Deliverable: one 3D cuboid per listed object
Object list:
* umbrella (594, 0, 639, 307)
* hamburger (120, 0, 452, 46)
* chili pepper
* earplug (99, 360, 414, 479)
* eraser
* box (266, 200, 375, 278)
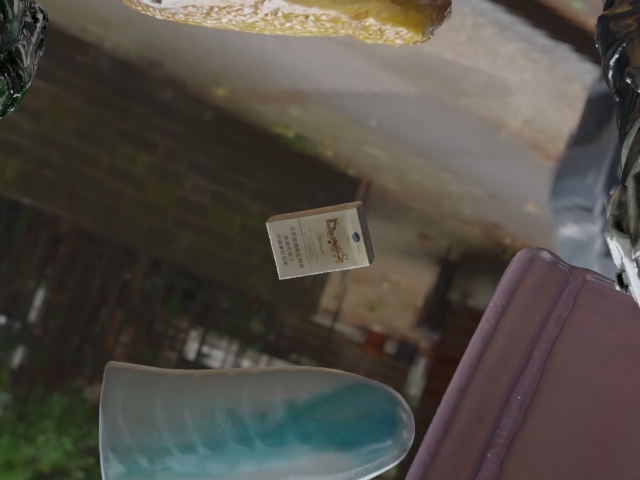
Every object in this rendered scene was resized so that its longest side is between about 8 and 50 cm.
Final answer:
[{"bbox_3d":[0.203,-0.083,0.960,0.106,0.358,0.113,-23,124,21],"label":"umbrella"},{"bbox_3d":[-0.041,-0.251,1.416,0.314,0.170,0.290,6,-175,-2],"label":"hamburger"},{"bbox_3d":[-0.349,-0.169,1.592,0.174,0.165,0.261,-3,-148,15],"label":"chili pepper"},{"bbox_3d":[-0.062,0.211,1.862,0.324,0.185,0.185,-4,172,1],"label":"earplug"},{"bbox_3d":[0.231,0.217,1.629,0.272,0.359,0.122,26,158,7],"label":"eraser"},{"bbox_3d":[0.000,0.000,1.485,0.083,0.053,0.024,-9,-166,15],"label":"box"}]
